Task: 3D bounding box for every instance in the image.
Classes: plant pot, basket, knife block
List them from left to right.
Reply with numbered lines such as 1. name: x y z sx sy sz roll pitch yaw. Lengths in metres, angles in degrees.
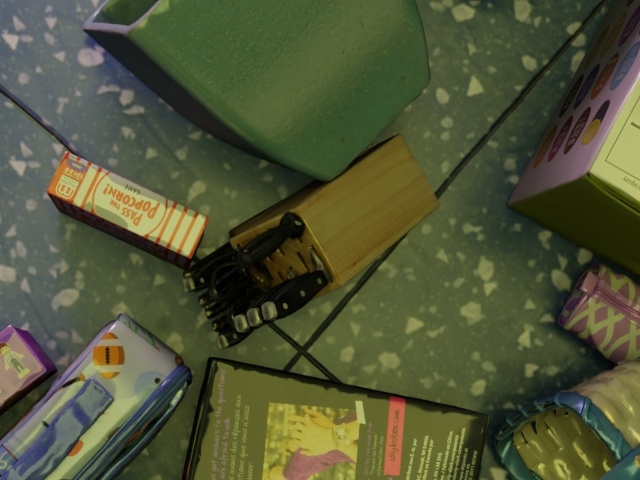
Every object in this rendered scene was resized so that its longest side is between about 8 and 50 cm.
1. plant pot: -0.039 -0.198 1.706 0.247 0.248 0.252 -46 109 -7
2. knife block: 0.000 0.000 1.682 0.276 0.242 0.088 -30 97 -7
3. basket: 0.249 0.242 1.683 0.289 0.255 0.201 -30 83 -19

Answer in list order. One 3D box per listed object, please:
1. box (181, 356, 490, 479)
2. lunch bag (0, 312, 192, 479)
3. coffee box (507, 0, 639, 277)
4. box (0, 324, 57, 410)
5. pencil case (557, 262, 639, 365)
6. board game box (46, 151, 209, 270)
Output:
1. box: 0.010 0.208 1.709 0.270 0.165 0.143 12 85 -4
2. lunch bag: -0.248 0.207 1.646 0.115 0.243 0.303 42 82 -1
3. coffee box: 0.427 -0.106 1.685 0.338 0.337 0.334 29 84 -3
4. box: -0.383 0.191 1.656 0.293 0.201 0.057 -38 90 -6
5. pencil case: 0.342 0.101 1.788 0.206 0.088 0.086 28 82 -2
6. board game box: -0.183 -0.026 1.695 0.147 0.193 0.045 25 84 -2
